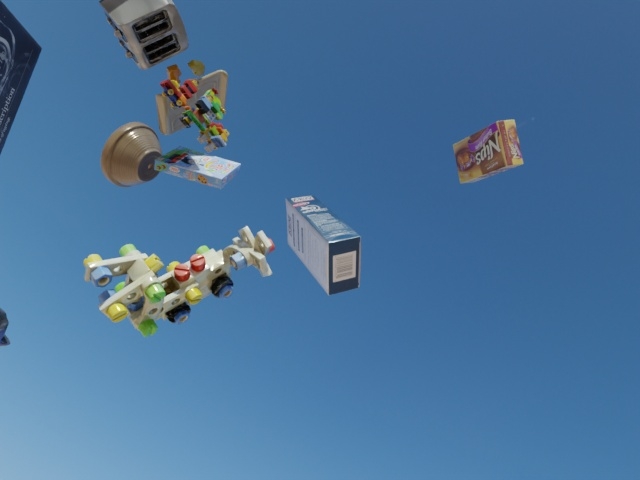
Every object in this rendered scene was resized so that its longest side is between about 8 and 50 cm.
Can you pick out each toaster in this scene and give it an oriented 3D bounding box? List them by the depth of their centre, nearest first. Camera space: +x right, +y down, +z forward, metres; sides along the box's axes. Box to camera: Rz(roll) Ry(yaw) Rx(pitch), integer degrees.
[{"bbox_3d":[-0.439,-0.555,1.218,0.110,0.185,0.168,55,-12,15],"label":"toaster"}]

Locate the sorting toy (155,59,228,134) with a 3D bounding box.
[{"bbox_3d":[-0.392,-0.451,1.446,0.041,0.229,0.307,57,-23,9],"label":"sorting toy"}]

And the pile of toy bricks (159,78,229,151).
[{"bbox_3d":[-0.285,-0.333,1.186,0.118,0.105,0.212,3,-37,38],"label":"pile of toy bricks"}]

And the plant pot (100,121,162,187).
[{"bbox_3d":[-0.631,-0.281,1.653,0.109,0.237,0.238,29,-46,18],"label":"plant pot"}]

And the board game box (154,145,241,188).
[{"bbox_3d":[-0.372,-0.226,1.456,0.211,0.160,0.039,17,-62,4],"label":"board game box"}]

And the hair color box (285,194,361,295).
[{"bbox_3d":[0.000,0.000,1.447,0.105,0.347,0.174,-11,-61,-21],"label":"hair color box"}]

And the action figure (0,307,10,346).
[{"bbox_3d":[-0.403,-0.004,0.333,0.178,0.331,0.341,25,-1,28],"label":"action figure"}]

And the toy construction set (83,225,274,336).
[{"bbox_3d":[-0.249,0.062,0.892,0.215,0.327,0.151,99,-32,-51],"label":"toy construction set"}]

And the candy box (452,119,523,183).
[{"bbox_3d":[0.410,-0.215,1.176,0.186,0.053,0.109,162,-81,-72],"label":"candy box"}]

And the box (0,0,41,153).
[{"bbox_3d":[-0.597,-0.223,0.658,0.178,0.344,0.312,16,-8,-4],"label":"box"}]
